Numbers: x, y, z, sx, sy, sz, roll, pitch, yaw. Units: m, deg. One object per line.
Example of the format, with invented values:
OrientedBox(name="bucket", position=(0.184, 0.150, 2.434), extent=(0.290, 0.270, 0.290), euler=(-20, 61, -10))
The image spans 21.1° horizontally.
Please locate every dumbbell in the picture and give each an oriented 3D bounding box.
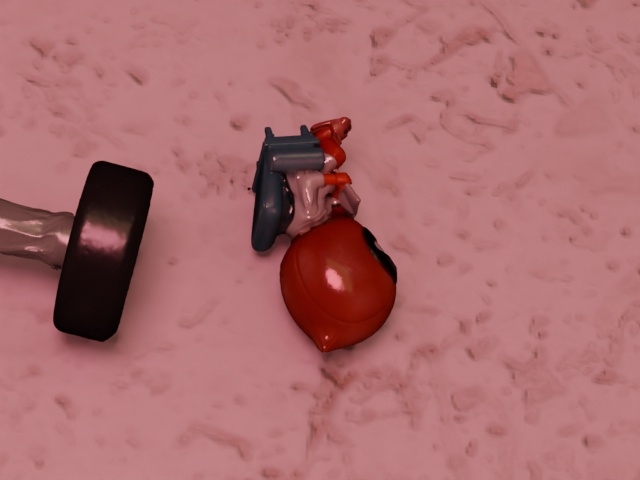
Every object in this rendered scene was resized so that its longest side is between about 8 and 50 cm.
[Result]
OrientedBox(name="dumbbell", position=(-0.194, -0.012, 0.953), extent=(0.191, 0.100, 0.100), euler=(15, 62, -4))

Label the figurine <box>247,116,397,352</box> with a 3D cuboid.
OrientedBox(name="figurine", position=(0.000, 0.000, 1.005), extent=(0.075, 0.068, 0.140), euler=(-7, 64, -18))
